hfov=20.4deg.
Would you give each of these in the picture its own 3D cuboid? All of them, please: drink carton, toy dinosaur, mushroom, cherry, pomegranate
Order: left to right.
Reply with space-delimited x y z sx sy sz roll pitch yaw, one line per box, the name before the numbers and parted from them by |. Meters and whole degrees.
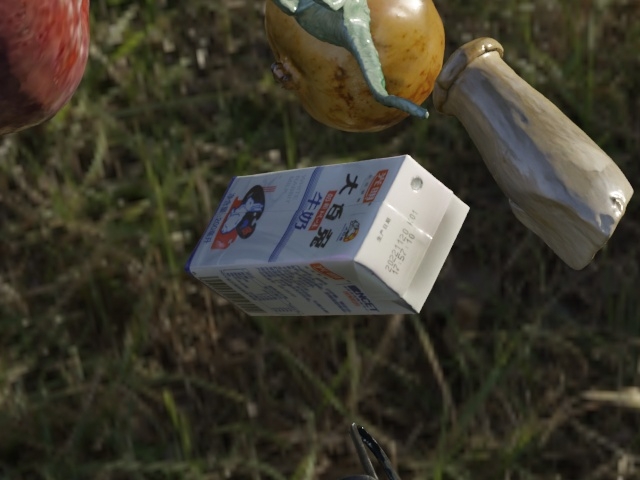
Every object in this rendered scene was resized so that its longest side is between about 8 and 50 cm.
cherry | -0.266 -0.204 1.205 0.212 0.285 0.236 -11 23 19
drink carton | 0.000 0.000 1.831 0.315 0.106 0.131 -4 55 55
toy dinosaur | 0.003 -0.210 1.678 0.129 0.076 0.383 29 25 -22
pomegranate | 0.038 -0.257 2.263 0.248 0.248 0.248 -4 42 3
mushroom | 0.192 -0.072 1.565 0.108 0.096 0.247 -3 46 -41

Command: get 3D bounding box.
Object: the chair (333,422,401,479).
chair | 0.022 0.227 1.117 0.140 0.145 0.221 -36 8 -3
